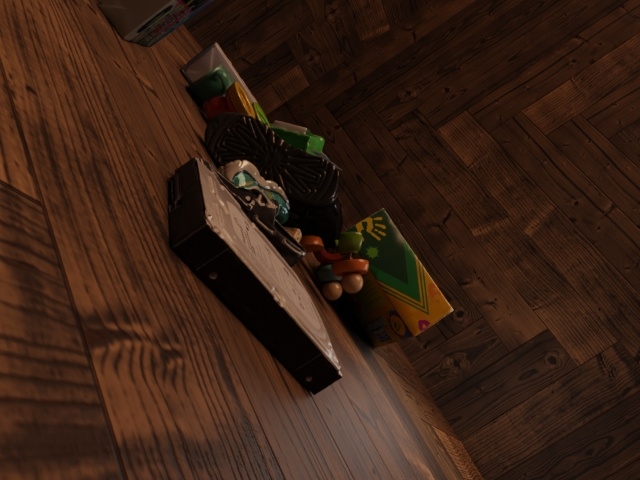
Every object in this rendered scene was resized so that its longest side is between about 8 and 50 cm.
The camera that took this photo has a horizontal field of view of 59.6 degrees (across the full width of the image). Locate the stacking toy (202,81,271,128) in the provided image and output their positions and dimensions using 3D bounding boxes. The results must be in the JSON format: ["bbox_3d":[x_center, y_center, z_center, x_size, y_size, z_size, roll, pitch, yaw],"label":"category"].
[{"bbox_3d":[-0.228,-0.306,1.740,0.279,0.131,0.308,-7,74,-80],"label":"stacking toy"}]

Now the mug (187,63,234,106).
[{"bbox_3d":[-0.332,-0.468,1.728,0.097,0.130,0.157,57,7,-20],"label":"mug"}]

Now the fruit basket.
[{"bbox_3d":[-0.096,-0.347,2.137,0.327,0.165,0.353,17,8,13],"label":"fruit basket"}]

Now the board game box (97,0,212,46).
[{"bbox_3d":[-0.383,-0.579,1.349,0.097,0.224,0.303,54,5,-16],"label":"board game box"}]

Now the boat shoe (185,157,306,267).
[{"bbox_3d":[-0.125,-0.049,1.022,0.301,0.102,0.108,53,5,-35],"label":"boat shoe"}]

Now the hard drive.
[{"bbox_3d":[-0.098,0.051,0.847,0.339,0.064,0.237,53,5,-31],"label":"hard drive"}]

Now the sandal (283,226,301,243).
[{"bbox_3d":[-0.086,-0.012,1.340,0.088,0.079,0.240,53,5,-38],"label":"sandal"}]

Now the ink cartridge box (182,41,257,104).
[{"bbox_3d":[-0.357,-0.563,2.033,0.270,0.151,0.395,55,6,-22],"label":"ink cartridge box"}]

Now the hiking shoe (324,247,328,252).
[{"bbox_3d":[0.000,0.000,2.312,0.132,0.113,0.304,14,38,-36],"label":"hiking shoe"}]

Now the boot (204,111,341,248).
[{"bbox_3d":[-0.106,-0.141,1.522,0.367,0.146,0.445,32,-8,10],"label":"boot"}]

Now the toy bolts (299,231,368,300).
[{"bbox_3d":[0.016,0.083,1.575,0.228,0.219,0.158,111,-24,-74],"label":"toy bolts"}]

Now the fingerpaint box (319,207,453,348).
[{"bbox_3d":[0.195,0.144,1.837,0.371,0.163,0.445,57,-17,9],"label":"fingerpaint box"}]

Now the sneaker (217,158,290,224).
[{"bbox_3d":[-0.146,-0.076,1.219,0.275,0.107,0.109,34,40,-65],"label":"sneaker"}]
